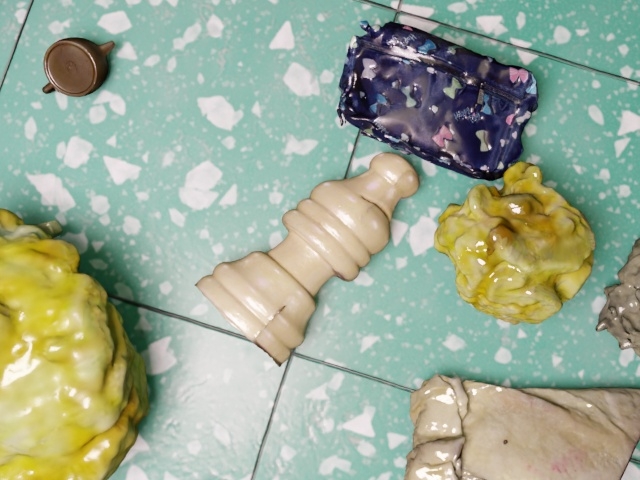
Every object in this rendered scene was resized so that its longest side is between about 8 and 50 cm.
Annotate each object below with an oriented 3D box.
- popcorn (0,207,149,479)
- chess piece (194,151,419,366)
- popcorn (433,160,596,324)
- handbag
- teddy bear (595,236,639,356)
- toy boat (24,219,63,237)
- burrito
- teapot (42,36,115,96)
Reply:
[{"bbox_3d":[-0.363,0.158,0.725,0.334,0.293,0.292,43,54,-1],"label":"popcorn"},{"bbox_3d":[0.000,0.000,0.835,0.307,0.124,0.139,-46,54,-8],"label":"chess piece"},{"bbox_3d":[0.235,0.006,0.792,0.185,0.167,0.187,-39,99,-6],"label":"popcorn"},{"bbox_3d":[0.152,-0.185,0.846,0.260,0.113,0.162,20,93,-1],"label":"handbag"},{"bbox_3d":[0.536,0.102,0.776,0.368,0.224,0.357,10,71,3],"label":"teddy bear"},{"bbox_3d":[-0.415,0.023,0.844,0.185,0.071,0.089,-27,86,-2],"label":"toy boat"},{"bbox_3d":[0.268,0.258,0.796,0.348,0.107,0.175,3,60,-4],"label":"burrito"},{"bbox_3d":[-0.329,-0.233,0.875,0.121,0.068,0.076,-30,107,18],"label":"teapot"}]
